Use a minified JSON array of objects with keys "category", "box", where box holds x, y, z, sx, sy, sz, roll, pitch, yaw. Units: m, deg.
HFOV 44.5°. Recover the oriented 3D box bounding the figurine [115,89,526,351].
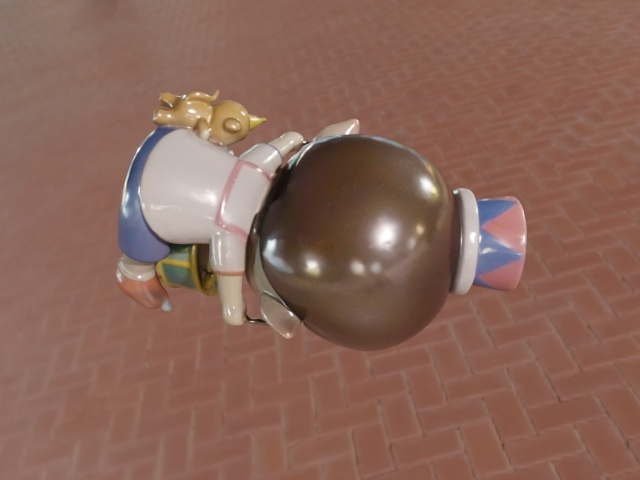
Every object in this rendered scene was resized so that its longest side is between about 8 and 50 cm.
[{"category":"figurine","box":[-0.002,-0.003,0.540,0.276,0.158,0.161,14,73,17]}]
